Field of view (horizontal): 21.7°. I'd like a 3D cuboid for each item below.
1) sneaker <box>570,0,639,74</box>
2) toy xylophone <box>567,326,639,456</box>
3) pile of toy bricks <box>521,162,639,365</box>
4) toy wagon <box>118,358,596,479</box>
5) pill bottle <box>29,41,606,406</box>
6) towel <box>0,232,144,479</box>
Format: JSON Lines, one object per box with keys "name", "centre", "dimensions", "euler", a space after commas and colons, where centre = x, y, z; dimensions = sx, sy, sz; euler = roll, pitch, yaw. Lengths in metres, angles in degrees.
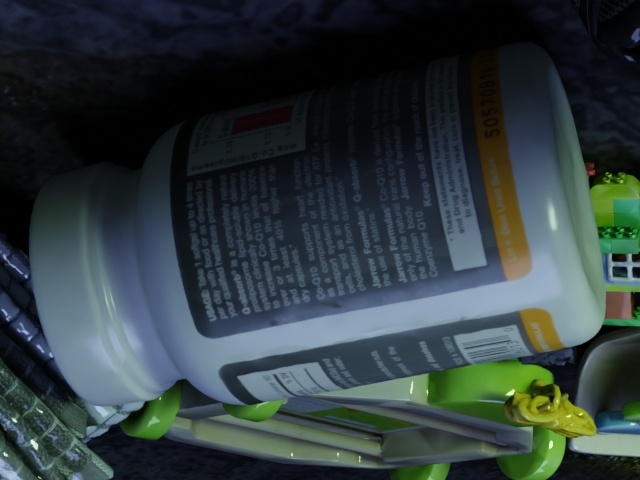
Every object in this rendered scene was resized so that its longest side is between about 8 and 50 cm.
{"name": "sneaker", "centre": [0.214, -0.131, 0.706], "dimensions": [0.227, 0.130, 0.087], "euler": [-21, 148, 18]}
{"name": "toy xylophone", "centre": [0.323, 0.092, 1.133], "dimensions": [0.236, 0.081, 0.322], "euler": [4, 166, -17]}
{"name": "pile of toy bricks", "centre": [0.168, 0.001, 0.999], "dimensions": [0.212, 0.118, 0.105], "euler": [-1, 115, 15]}
{"name": "toy wagon", "centre": [0.042, 0.111, 1.120], "dimensions": [0.267, 0.068, 0.344], "euler": [17, 159, -36]}
{"name": "pill bottle", "centre": [0.000, 0.000, 0.885], "dimensions": [0.278, 0.162, 0.162], "euler": [-11, 151, 14]}
{"name": "towel", "centre": [-0.274, 0.079, 0.944], "dimensions": [0.235, 0.121, 0.284], "euler": [-26, 121, 27]}
